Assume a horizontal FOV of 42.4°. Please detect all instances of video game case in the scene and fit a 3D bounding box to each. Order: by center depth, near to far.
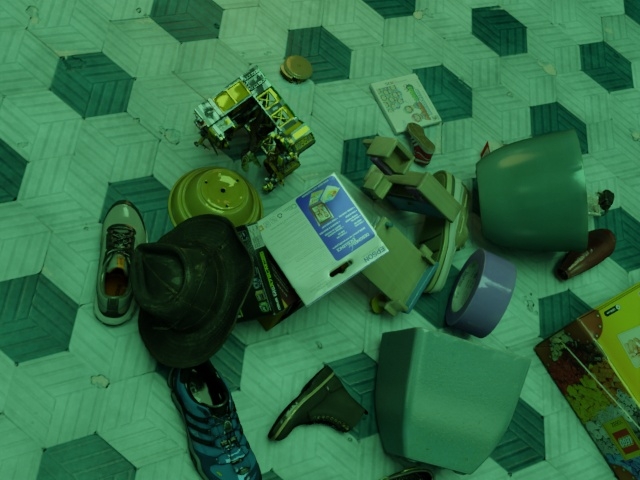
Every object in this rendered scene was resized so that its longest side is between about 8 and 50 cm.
[{"bbox_3d":[0.222,-0.357,2.149,0.143,0.019,0.157,-18,71,-25],"label":"video game case"}]

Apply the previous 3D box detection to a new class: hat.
[{"bbox_3d":[-0.286,0.075,1.577,0.134,0.331,0.331,28,51,-45],"label":"hat"}]

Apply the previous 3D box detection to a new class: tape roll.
[{"bbox_3d":[0.359,0.119,1.855,0.080,0.189,0.189,24,59,-5],"label":"tape roll"}]

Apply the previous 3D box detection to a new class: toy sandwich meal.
[{"bbox_3d":[-0.060,-0.432,2.089,0.086,0.029,0.085,10,57,-16],"label":"toy sandwich meal"}]

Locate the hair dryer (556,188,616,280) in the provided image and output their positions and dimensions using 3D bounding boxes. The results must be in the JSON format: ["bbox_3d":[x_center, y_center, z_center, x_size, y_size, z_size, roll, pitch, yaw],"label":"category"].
[{"bbox_3d":[0.639,-0.019,2.104,0.224,0.080,0.293,8,55,4],"label":"hair dryer"}]

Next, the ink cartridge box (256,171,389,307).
[{"bbox_3d":[0.000,0.000,1.683,0.206,0.045,0.208,-33,76,-4],"label":"ink cartridge box"}]

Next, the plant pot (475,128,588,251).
[{"bbox_3d":[0.494,-0.108,1.965,0.235,0.293,0.293,-5,62,11],"label":"plant pot"}]

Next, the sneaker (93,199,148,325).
[{"bbox_3d":[-0.406,0.033,1.691,0.100,0.108,0.271,5,61,-13],"label":"sneaker"}]

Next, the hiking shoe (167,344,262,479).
[{"bbox_3d":[-0.204,0.357,1.578,0.113,0.132,0.304,-25,74,-27],"label":"hiking shoe"}]

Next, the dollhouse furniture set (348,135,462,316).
[{"bbox_3d":[0.114,-0.029,1.837,0.286,0.198,0.303,40,74,-34],"label":"dollhouse furniture set"}]

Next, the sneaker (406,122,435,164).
[{"bbox_3d":[0.247,-0.241,2.084,0.042,0.067,0.118,-13,51,-20],"label":"sneaker"}]

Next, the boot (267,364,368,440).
[{"bbox_3d":[0.001,0.365,1.681,0.137,0.077,0.198,45,60,1],"label":"boot"}]

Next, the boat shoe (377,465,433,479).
[{"bbox_3d":[0.124,0.514,1.645,0.228,0.068,0.081,-21,72,-26],"label":"boat shoe"}]

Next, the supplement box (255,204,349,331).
[{"bbox_3d":[-0.084,0.052,1.774,0.194,0.129,0.191,-33,78,-29],"label":"supplement box"}]

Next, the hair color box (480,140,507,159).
[{"bbox_3d":[0.505,-0.196,2.126,0.167,0.053,0.093,10,45,-11],"label":"hair color box"}]

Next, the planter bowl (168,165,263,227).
[{"bbox_3d":[-0.223,-0.092,1.825,0.217,0.090,0.217,8,61,-14],"label":"planter bowl"}]

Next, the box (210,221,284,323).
[{"bbox_3d":[-0.178,0.073,1.673,0.045,0.184,0.190,-22,96,-56],"label":"box"}]

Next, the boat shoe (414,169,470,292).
[{"bbox_3d":[0.297,-0.012,1.942,0.103,0.113,0.302,23,71,-30],"label":"boat shoe"}]

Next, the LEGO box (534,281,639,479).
[{"bbox_3d":[0.819,0.275,1.926,0.500,0.193,0.372,-23,73,-27],"label":"LEGO box"}]

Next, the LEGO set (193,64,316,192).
[{"bbox_3d":[-0.164,-0.211,1.792,0.192,0.331,0.255,-38,97,-12],"label":"LEGO set"}]

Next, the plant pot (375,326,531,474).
[{"bbox_3d":[0.246,0.335,1.687,0.247,0.248,0.252,16,78,-10],"label":"plant pot"}]
